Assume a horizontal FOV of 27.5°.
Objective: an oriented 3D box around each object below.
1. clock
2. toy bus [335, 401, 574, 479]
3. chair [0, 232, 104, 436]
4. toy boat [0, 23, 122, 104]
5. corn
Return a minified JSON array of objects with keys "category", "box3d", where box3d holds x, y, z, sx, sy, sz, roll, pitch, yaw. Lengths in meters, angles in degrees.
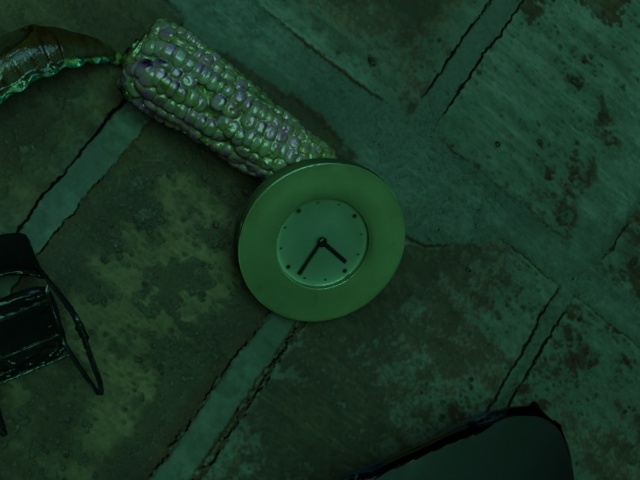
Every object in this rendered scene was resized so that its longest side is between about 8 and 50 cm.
[{"category":"clock","box3d":[0.000,0.000,1.774,0.235,0.029,0.235,-6,113,-13]},{"category":"toy bus","box3d":[0.143,0.344,1.754,0.386,0.162,0.171,-21,91,-18]},{"category":"chair","box3d":[-0.388,0.111,1.663,0.140,0.221,0.145,-22,132,-19]},{"category":"toy boat","box3d":[-0.392,-0.221,1.709,0.293,0.108,0.099,-27,125,-23]},{"category":"corn","box3d":[-0.119,-0.164,1.766,0.335,0.126,0.126,34,75,-10]}]
